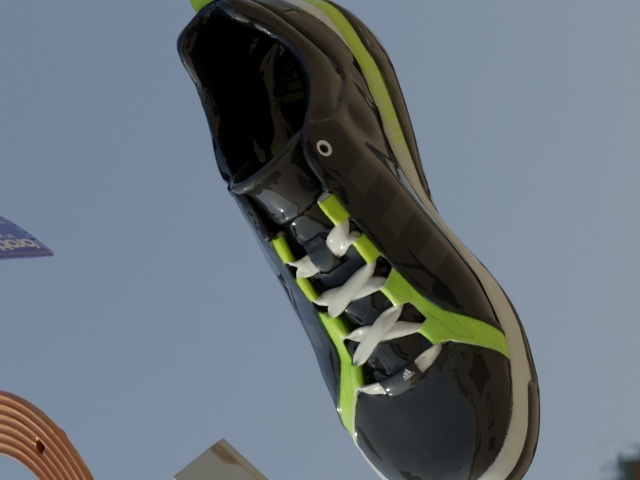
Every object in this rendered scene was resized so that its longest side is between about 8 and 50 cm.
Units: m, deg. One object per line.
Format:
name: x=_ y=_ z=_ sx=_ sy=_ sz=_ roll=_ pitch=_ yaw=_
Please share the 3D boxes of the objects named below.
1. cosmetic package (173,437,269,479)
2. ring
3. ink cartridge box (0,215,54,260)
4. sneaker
cosmetic package: x=-0.033 y=0.171 z=1.118 sx=0.041 sy=0.115 sz=0.060 roll=-37 pitch=-48 yaw=-15
ring: x=-0.271 y=0.301 z=1.760 sx=0.032 sy=0.336 sz=0.337 roll=-13 pitch=-83 yaw=-42
ink cartridge box: x=-0.318 y=-0.035 z=1.058 sx=0.185 sy=0.311 sz=0.065 roll=-4 pitch=-63 yaw=-53
sneaker: x=0.000 y=0.000 z=0.734 sx=0.097 sy=0.084 sz=0.235 roll=11 pitch=-132 yaw=-53
